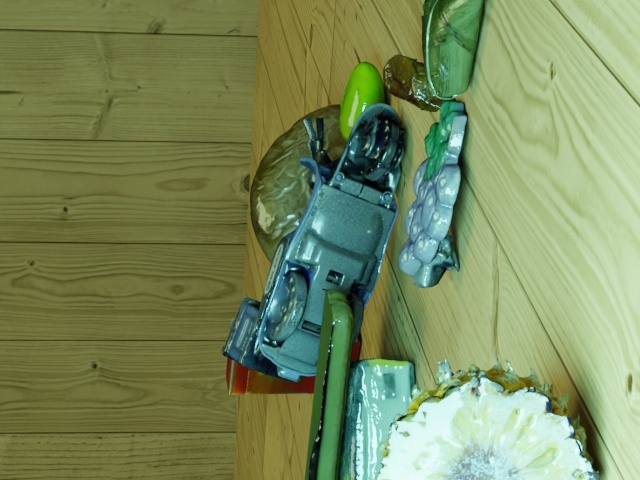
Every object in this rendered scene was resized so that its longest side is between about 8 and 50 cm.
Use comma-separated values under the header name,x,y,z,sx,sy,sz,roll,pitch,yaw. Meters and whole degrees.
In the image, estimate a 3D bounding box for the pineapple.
name,x,y,z,sx,sy,sz,roll,pitch,yaw
pineapple,0.123,0.169,1.285,0.137,0.161,0.176,-57,-31,-84

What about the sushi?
name,x,y,z,sx,sy,sz,roll,pitch,yaw
sushi,0.105,-0.164,1.787,0.120,0.055,0.052,-150,71,-69

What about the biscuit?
name,x,y,z,sx,sy,sz,roll,pitch,yaw
biscuit,0.006,0.216,1.939,0.099,0.038,0.322,-105,19,-71

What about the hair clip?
name,x,y,z,sx,sy,sz,roll,pitch,yaw
hair clip,0.124,-0.048,1.702,0.124,0.052,0.195,-178,97,-72

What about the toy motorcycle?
name,x,y,z,sx,sy,sz,roll,pitch,yaw
toy motorcycle,0.000,0.000,2.049,0.358,0.125,0.212,-68,22,1

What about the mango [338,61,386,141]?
name,x,y,z,sx,sy,sz,roll,pitch,yaw
mango,0.054,-0.170,2.127,0.073,0.056,0.108,-142,53,-73

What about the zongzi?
name,x,y,z,sx,sy,sz,roll,pitch,yaw
zongzi,0.135,-0.188,1.616,0.113,0.052,0.104,-176,79,-69

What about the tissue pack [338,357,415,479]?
name,x,y,z,sx,sy,sz,roll,pitch,yaw
tissue pack,0.051,0.235,2.024,0.257,0.081,0.185,149,123,-80

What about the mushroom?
name,x,y,z,sx,sy,sz,roll,pitch,yaw
mushroom,-0.022,-0.057,2.319,0.156,0.151,0.285,113,156,-66

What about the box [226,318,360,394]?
name,x,y,z,sx,sy,sz,roll,pitch,yaw
box,-0.039,0.159,2.331,0.048,0.175,0.112,-98,13,-45
